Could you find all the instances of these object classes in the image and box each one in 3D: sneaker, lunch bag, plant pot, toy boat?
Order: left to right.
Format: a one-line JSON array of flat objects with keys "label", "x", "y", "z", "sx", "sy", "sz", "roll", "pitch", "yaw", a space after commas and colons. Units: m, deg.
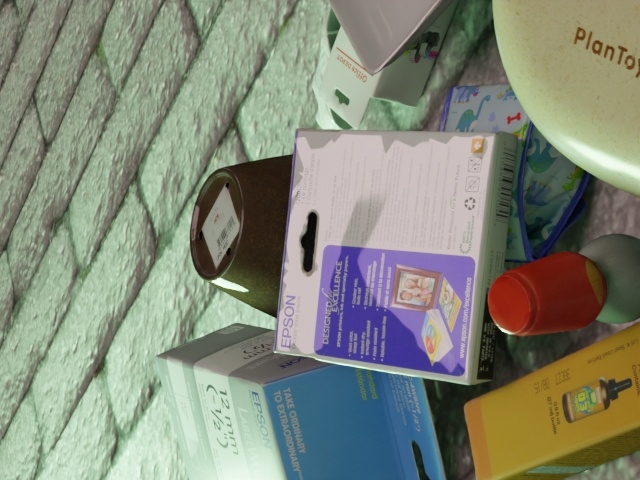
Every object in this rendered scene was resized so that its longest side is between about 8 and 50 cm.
[{"label": "plant pot", "x": 0.000, "y": 0.000, "z": 1.251, "sx": 0.215, "sy": 0.230, "sz": 0.215, "roll": -20, "pitch": 66, "yaw": 55}, {"label": "sneaker", "x": 0.014, "y": -0.196, "z": 1.447, "sx": 0.061, "sy": 0.053, "sz": 0.152, "roll": -7, "pitch": 77, "yaw": 61}, {"label": "lunch bag", "x": 0.164, "y": -0.055, "z": 1.128, "sx": 0.129, "sy": 0.096, "sz": 0.151, "roll": 4, "pitch": 77, "yaw": 58}, {"label": "toy boat", "x": 0.214, "y": -0.072, "z": 0.873, "sx": 0.267, "sy": 0.148, "sz": 0.318, "roll": 44, "pitch": 130, "yaw": 39}]

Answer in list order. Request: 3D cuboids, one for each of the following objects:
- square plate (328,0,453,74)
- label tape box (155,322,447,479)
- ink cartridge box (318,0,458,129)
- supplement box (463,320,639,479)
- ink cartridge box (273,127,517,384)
[{"label": "square plate", "x": 0.118, "y": -0.373, "z": 1.255, "sx": 0.347, "sy": 0.049, "sz": 0.344, "roll": -45, "pitch": 45, "yaw": 22}, {"label": "label tape box", "x": -0.016, "y": 0.227, "z": 1.258, "sx": 0.347, "sy": 0.115, "sz": 0.249, "roll": 6, "pitch": 112, "yaw": 60}, {"label": "ink cartridge box", "x": 0.071, "y": -0.210, "z": 1.347, "sx": 0.104, "sy": 0.061, "sz": 0.181, "roll": 48, "pitch": 122, "yaw": 51}, {"label": "supplement box", "x": 0.215, "y": 0.132, "z": 1.019, "sx": 0.233, "sy": 0.080, "sz": 0.078, "roll": -37, "pitch": 53, "yaw": 51}, {"label": "ink cartridge box", "x": 0.060, "y": 0.007, "z": 1.105, "sx": 0.208, "sy": 0.045, "sz": 0.206, "roll": 5, "pitch": 89, "yaw": 37}]
